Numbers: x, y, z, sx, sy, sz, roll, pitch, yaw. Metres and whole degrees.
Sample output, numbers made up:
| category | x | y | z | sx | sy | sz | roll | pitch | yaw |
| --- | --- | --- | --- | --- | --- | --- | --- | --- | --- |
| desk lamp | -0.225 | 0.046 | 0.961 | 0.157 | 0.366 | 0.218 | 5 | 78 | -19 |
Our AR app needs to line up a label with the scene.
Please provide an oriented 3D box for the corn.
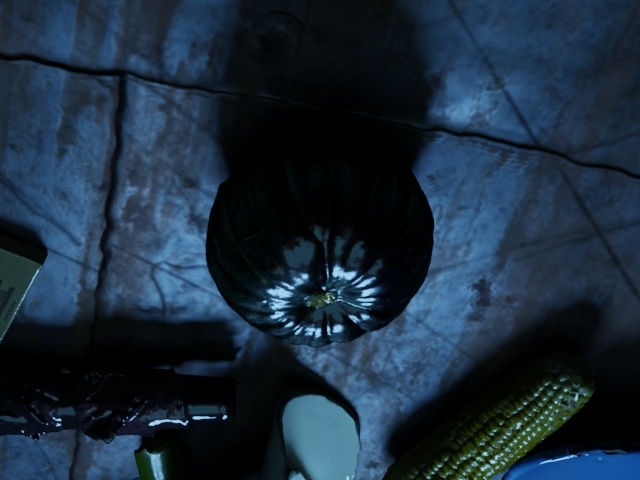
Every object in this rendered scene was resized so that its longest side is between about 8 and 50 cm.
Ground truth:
| category | x | y | z | sx | sy | sz | roll | pitch | yaw |
| --- | --- | --- | --- | --- | --- | --- | --- | --- | --- |
| corn | 0.179 | 0.232 | 1.436 | 0.097 | 0.097 | 0.320 | 32 | 121 | -25 |

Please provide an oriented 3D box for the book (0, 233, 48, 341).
| category | x | y | z | sx | sy | sz | roll | pitch | yaw |
| --- | --- | --- | --- | --- | --- | --- | --- | --- | --- |
| book | -0.416 | 0.027 | 1.296 | 0.230 | 0.026 | 0.161 | 23 | 126 | -19 |

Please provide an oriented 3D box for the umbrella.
| category | x | y | z | sx | sy | sz | roll | pitch | yaw |
| --- | --- | --- | --- | --- | --- | --- | --- | --- | --- |
| umbrella | -0.248 | 0.175 | 1.385 | 0.326 | 0.094 | 0.090 | 0 | 86 | 1 |

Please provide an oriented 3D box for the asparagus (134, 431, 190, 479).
| category | x | y | z | sx | sy | sz | roll | pitch | yaw |
| --- | --- | --- | --- | --- | --- | --- | --- | --- | --- |
| asparagus | -0.180 | 0.326 | 1.527 | 0.060 | 0.067 | 0.278 | 11 | 129 | 20 |

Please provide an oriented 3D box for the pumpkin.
| category | x | y | z | sx | sy | sz | roll | pitch | yaw |
| --- | --- | --- | --- | --- | --- | --- | --- | --- | --- |
| pumpkin | 0.000 | 0.000 | 1.195 | 0.220 | 0.162 | 0.220 | 0 | 141 | 0 |

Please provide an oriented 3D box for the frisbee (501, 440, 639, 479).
| category | x | y | z | sx | sy | sz | roll | pitch | yaw |
| --- | --- | --- | --- | --- | --- | --- | --- | --- | --- |
| frisbee | 0.331 | 0.270 | 1.478 | 0.242 | 0.045 | 0.242 | 2 | 151 | 1 |

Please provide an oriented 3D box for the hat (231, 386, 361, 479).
| category | x | y | z | sx | sy | sz | roll | pitch | yaw |
| --- | --- | --- | --- | --- | --- | --- | --- | --- | --- |
| hat | -0.078 | 0.303 | 1.440 | 0.168 | 0.258 | 0.301 | 18 | 111 | 18 |
